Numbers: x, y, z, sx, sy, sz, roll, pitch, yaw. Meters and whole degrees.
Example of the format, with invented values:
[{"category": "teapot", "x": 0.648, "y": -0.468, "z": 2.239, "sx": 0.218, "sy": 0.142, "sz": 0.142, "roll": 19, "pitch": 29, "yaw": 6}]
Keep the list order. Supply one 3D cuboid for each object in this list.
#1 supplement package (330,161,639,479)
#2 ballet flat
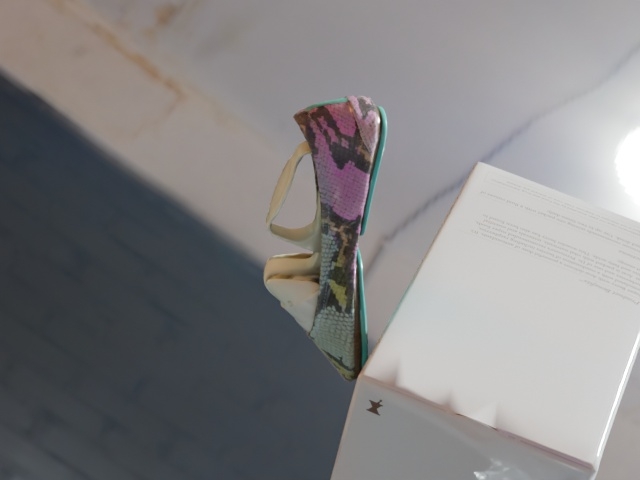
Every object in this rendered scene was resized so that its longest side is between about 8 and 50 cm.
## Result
[{"category": "supplement package", "x": 0.137, "y": 0.109, "z": 1.339, "sx": 0.177, "sy": 0.293, "sz": 0.175, "roll": 22, "pitch": -51, "yaw": 10}, {"category": "ballet flat", "x": 0.000, "y": 0.000, "z": 1.233, "sx": 0.079, "sy": 0.077, "sz": 0.221, "roll": -1, "pitch": -60, "yaw": -8}]
